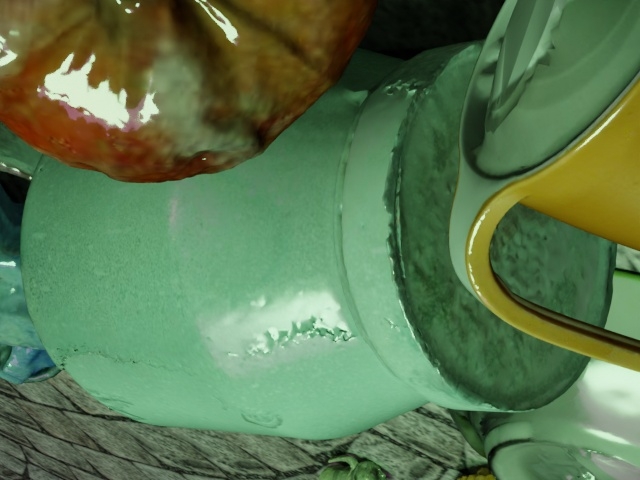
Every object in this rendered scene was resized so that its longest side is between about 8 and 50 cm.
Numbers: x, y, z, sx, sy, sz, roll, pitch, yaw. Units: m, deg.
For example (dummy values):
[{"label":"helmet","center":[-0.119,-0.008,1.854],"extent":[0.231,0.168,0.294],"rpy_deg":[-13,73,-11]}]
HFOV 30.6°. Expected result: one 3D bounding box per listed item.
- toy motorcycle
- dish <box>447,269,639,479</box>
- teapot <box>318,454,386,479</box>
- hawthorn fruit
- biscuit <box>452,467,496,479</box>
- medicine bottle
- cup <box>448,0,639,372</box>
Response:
[{"label":"toy motorcycle","center":[-0.281,0.024,1.051],"extent":[0.241,0.182,0.319],"rpy_deg":[4,143,37]},{"label":"dish","center":[0.227,0.161,0.908],"extent":[0.324,0.124,0.324],"rpy_deg":[21,152,12]},{"label":"teapot","center":[0.038,0.280,1.364],"extent":[0.083,0.057,0.067],"rpy_deg":[-26,93,51]},{"label":"hawthorn fruit","center":[-0.099,-0.154,0.572],"extent":[0.242,0.242,0.271],"rpy_deg":[40,-178,-23]},{"label":"biscuit","center":[0.250,0.309,1.239],"extent":[0.254,0.035,0.254],"rpy_deg":[20,152,11]},{"label":"medicine bottle","center":[0.000,0.000,0.697],"extent":[0.290,0.245,0.245],"rpy_deg":[-2,141,45]},{"label":"cup","center":[0.188,-0.036,0.523],"extent":[0.264,0.226,0.182],"rpy_deg":[28,-172,-16]}]
